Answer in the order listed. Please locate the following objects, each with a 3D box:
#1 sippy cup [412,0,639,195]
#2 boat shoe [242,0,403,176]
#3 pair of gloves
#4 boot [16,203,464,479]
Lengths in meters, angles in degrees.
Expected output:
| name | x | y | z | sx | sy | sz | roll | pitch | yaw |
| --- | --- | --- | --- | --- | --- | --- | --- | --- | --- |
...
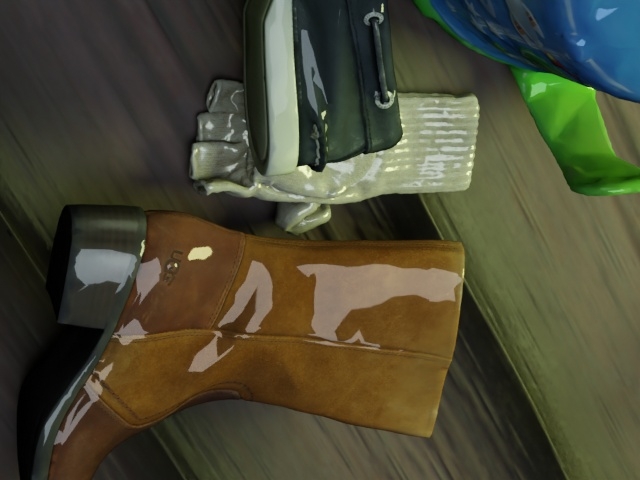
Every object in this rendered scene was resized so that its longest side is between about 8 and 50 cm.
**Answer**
| name | x | y | z | sx | sy | sz | roll | pitch | yaw |
| --- | --- | --- | --- | --- | --- | --- | --- | --- | --- |
| sippy cup | 0.184 | -0.192 | 1.153 | 0.240 | 0.224 | 0.305 | -39 | 118 | 3 |
| boat shoe | 0.016 | -0.206 | 1.140 | 0.113 | 0.127 | 0.340 | -2 | 104 | -13 |
| pair of gloves | 0.000 | 0.000 | 1.281 | 0.204 | 0.042 | 0.240 | 7 | 109 | -19 |
| boot | -0.058 | 0.103 | 1.269 | 0.280 | 0.096 | 0.264 | 7 | 108 | -19 |
